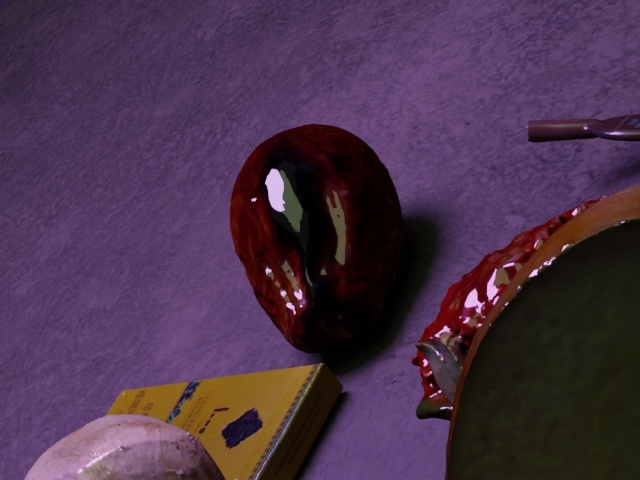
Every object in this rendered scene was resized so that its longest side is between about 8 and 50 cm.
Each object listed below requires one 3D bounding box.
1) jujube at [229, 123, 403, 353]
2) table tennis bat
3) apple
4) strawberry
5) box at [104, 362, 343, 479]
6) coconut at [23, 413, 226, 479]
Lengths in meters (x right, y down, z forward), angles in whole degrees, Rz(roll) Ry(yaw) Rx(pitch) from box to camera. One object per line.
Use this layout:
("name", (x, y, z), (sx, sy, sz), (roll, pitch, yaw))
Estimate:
("jujube", (0.000, 0.000, 1.822), (0.168, 0.168, 0.236), (-27, 45, 19))
("table tennis bat", (0.275, -0.052, 1.731), (0.170, 0.119, 0.107), (-1, 12, 17))
("apple", (0.195, 0.105, 1.277), (0.179, 0.254, 0.346), (42, 118, 44))
("strawberry", (0.200, 0.027, 1.553), (0.233, 0.138, 0.306), (-3, 43, 51))
("box", (-0.119, 0.191, 1.771), (0.279, 0.041, 0.153), (-10, 36, 41))
("coconut", (-0.157, 0.236, 1.595), (0.194, 0.194, 0.194), (-28, 28, 16))
